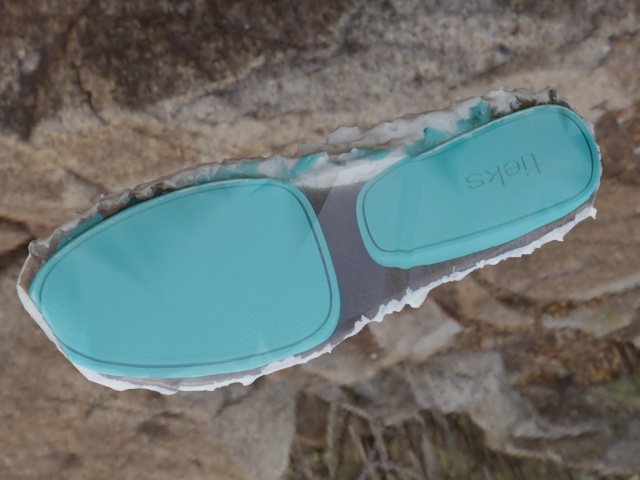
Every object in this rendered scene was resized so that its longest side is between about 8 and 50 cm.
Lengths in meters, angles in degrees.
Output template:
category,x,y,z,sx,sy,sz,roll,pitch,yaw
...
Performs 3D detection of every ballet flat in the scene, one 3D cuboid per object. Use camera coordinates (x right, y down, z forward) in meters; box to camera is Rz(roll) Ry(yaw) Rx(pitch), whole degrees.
category,x,y,z,sx,sy,sz,roll,pitch,yaw
ballet flat,0.000,0.000,0.820,0.408,0.147,0.147,-15,149,-18
